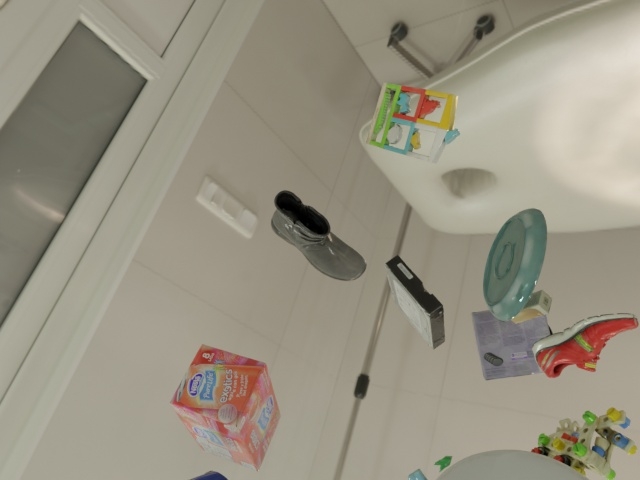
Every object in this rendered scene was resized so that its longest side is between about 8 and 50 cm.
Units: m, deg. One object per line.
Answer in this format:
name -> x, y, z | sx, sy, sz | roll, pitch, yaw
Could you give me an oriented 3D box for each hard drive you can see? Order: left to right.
hard drive -> 0.327, 0.220, 1.692 | 0.236, 0.064, 0.339 | 52, 173, 32

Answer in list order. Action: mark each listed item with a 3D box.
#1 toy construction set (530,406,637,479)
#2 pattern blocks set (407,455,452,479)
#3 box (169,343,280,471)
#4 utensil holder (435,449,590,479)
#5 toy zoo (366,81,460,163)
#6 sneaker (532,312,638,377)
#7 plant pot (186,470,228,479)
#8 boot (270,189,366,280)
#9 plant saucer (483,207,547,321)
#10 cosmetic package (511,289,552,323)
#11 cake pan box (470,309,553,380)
toy construction set -> 0.722, 0.570, 1.391 | 0.151, 0.215, 0.327 | 35, 165, 14
pattern blocks set -> 0.419, 0.799, 1.449 | 0.286, 0.324, 0.026 | -34, 167, 26
box -> -0.195, 0.372, 1.081 | 0.154, 0.142, 0.299 | 13, 142, 14
utensil holder -> 0.333, 0.533, 0.772 | 0.328, 0.327, 0.385 | 4, 146, 29
toy zoo -> 0.273, -0.338, 1.420 | 0.293, 0.192, 0.030 | 26, -164, 40
sneaker -> 0.697, 0.278, 1.281 | 0.107, 0.118, 0.279 | 16, 137, -36
plant pot -> -0.286, 0.619, 1.022 | 0.236, 0.212, 0.236 | -9, 155, -31
boot -> 0.000, 0.000, 1.415 | 0.338, 0.118, 0.222 | 30, 165, -3
plant saucer -> 0.509, 0.059, 1.329 | 0.044, 0.317, 0.317 | 17, 156, 1
cosmetic package -> 0.579, 0.185, 1.371 | 0.041, 0.060, 0.115 | 39, 145, -8
cake pan box -> 0.696, 0.359, 1.771 | 0.267, 0.245, 0.070 | -12, 168, 11
